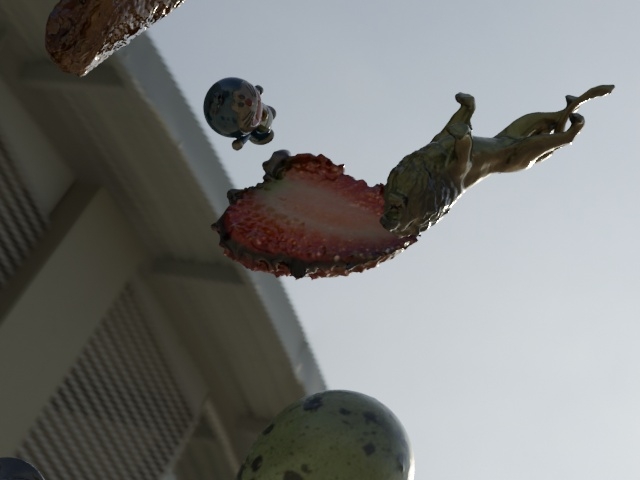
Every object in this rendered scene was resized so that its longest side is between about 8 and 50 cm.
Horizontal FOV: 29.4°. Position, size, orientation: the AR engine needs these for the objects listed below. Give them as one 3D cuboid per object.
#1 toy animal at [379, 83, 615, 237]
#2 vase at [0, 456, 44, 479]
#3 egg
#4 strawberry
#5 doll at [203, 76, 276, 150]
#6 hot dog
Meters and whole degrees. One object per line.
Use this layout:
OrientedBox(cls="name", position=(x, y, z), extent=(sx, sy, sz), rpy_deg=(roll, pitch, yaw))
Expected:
OrientedBox(cls="toy animal", position=(0.134, -0.080, 0.962), extent=(0.220, 0.069, 0.086), rpy_deg=(-26, -54, -3))
OrientedBox(cls="vase", position=(-0.341, 0.295, 1.162), extent=(0.115, 0.237, 0.115), rpy_deg=(3, -70, 9))
OrientedBox(cls="egg", position=(0.000, 0.271, 1.395), extent=(0.177, 0.228, 0.177), rpy_deg=(50, -18, 24))
OrientedBox(cls="strawberry", position=(0.000, 0.000, 1.836), extent=(0.306, 0.233, 0.137), rpy_deg=(29, -34, 31))
OrientedBox(cls="doll", position=(-0.116, -0.186, 1.773), extent=(0.085, 0.114, 0.152), rpy_deg=(-1, -13, 25))
OrientedBox(cls="hot dog", position=(-0.263, -0.301, 1.578), extent=(0.160, 0.227, 0.099), rpy_deg=(-7, -57, 51))
